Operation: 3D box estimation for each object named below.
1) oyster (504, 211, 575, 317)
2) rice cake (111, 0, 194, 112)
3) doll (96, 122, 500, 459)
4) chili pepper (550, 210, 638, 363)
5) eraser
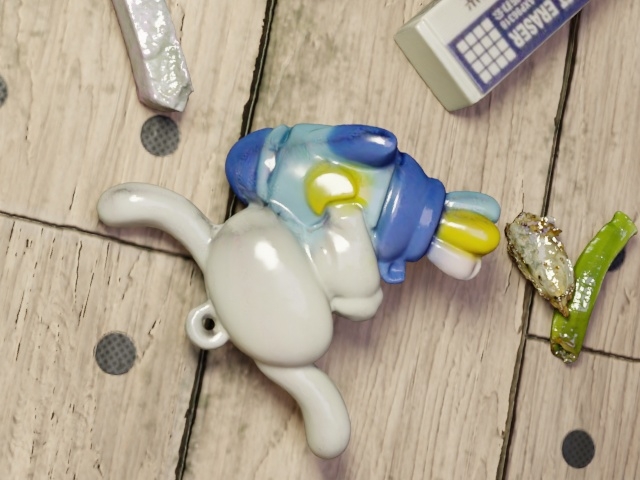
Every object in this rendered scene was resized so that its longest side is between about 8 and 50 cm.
[{"bbox_3d":[0.265,0.029,1.887,0.086,0.029,0.132,1,73,-13],"label":"oyster"},{"bbox_3d":[-0.217,-0.312,1.709,0.056,0.072,0.365,-18,93,-19],"label":"rice cake"},{"bbox_3d":[-0.003,-0.002,1.731,0.365,0.187,0.376,-41,113,-9],"label":"doll"},{"bbox_3d":[0.332,0.053,1.919,0.052,0.050,0.202,23,76,22],"label":"chili pepper"},{"bbox_3d":[0.230,-0.289,1.882,0.279,0.081,0.124,-42,101,-19],"label":"eraser"}]
